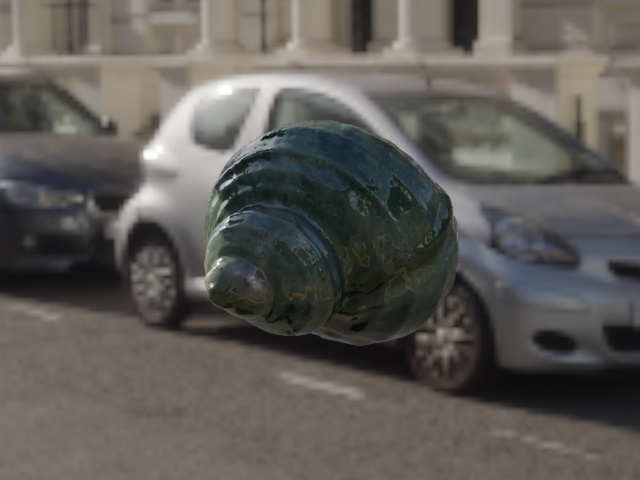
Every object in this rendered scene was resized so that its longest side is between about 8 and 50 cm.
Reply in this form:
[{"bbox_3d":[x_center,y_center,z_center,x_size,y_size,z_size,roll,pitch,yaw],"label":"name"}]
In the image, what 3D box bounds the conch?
[{"bbox_3d":[0.000,0.000,1.328,0.220,0.195,0.277,-3,16,30],"label":"conch"}]
